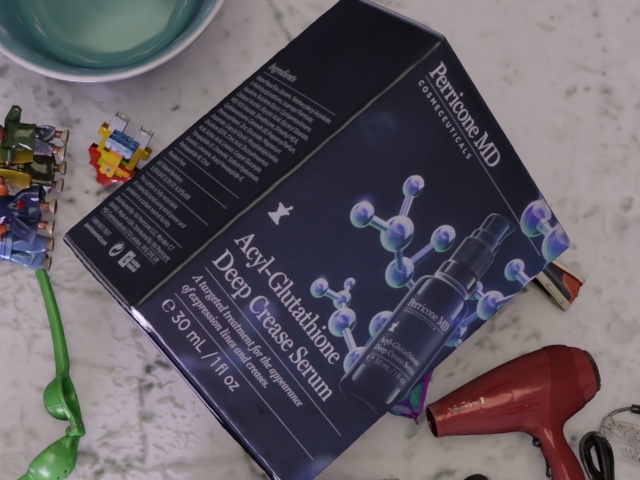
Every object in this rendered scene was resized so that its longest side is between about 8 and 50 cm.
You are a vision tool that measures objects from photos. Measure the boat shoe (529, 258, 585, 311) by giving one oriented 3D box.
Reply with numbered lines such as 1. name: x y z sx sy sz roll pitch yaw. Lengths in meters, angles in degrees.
1. boat shoe: 0.225 0.026 1.792 0.137 0.049 0.043 32 82 1

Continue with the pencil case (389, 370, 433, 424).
1. pencil case: 0.107 0.118 1.762 0.070 0.064 0.152 23 80 20

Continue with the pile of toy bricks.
1. pile of toy bricks: -0.170 -0.036 1.780 0.212 0.118 0.105 30 112 -4

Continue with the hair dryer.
1. hair dryer: 0.253 0.215 1.715 0.293 0.080 0.224 20 61 6

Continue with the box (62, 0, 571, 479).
1. box: 0.000 0.000 1.645 0.395 0.212 0.293 -42 123 -8

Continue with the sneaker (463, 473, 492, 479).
1. sneaker: 0.173 0.354 1.722 0.081 0.080 0.211 8 75 -26

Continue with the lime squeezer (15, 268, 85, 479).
1. lime squeezer: -0.301 0.192 1.755 0.110 0.059 0.310 13 82 29

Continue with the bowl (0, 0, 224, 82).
1. bowl: -0.240 -0.303 1.791 0.311 0.163 0.312 0 80 0

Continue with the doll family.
1. doll family: -0.342 -0.049 1.787 0.111 0.076 0.193 8 82 -4

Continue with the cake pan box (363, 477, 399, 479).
1. cake pan box: -0.043 0.370 1.662 0.266 0.070 0.246 -3 54 1
